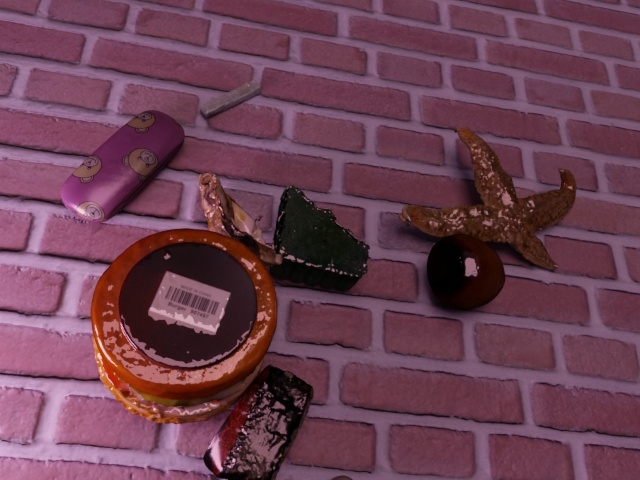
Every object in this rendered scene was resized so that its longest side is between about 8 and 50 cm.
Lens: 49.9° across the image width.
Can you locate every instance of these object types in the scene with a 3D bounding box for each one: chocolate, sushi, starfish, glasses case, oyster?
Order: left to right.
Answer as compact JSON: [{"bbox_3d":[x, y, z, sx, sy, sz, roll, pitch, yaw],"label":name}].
[{"bbox_3d":[-0.419,-0.165,1.482,0.123,0.076,0.316,33,59,6],"label":"glasses case"},{"bbox_3d":[-0.178,-0.031,1.374,0.107,0.354,0.201,-42,113,1],"label":"oyster"},{"bbox_3d":[-0.101,0.341,1.236,0.126,0.136,0.225,30,60,10],"label":"sushi"},{"bbox_3d":[0.317,0.070,1.491,0.176,0.177,0.177,6,60,-10],"label":"chocolate"},{"bbox_3d":[0.408,-0.105,1.606,0.431,0.082,0.324,19,70,-9],"label":"starfish"}]

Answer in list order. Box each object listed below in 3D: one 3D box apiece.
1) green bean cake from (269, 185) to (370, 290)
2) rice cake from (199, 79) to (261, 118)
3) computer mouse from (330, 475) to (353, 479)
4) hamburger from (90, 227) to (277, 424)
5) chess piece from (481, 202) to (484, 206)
[{"bbox_3d":[0.000,0.000,1.473,0.208,0.107,0.194,12,57,-8],"label":"green bean cake"},{"bbox_3d":[-0.216,-0.341,1.660,0.170,0.029,0.033,-33,69,-27],"label":"rice cake"},{"bbox_3d":[0.044,0.477,1.250,0.065,0.039,0.096,-14,73,-20],"label":"computer mouse"},{"bbox_3d":[-0.246,0.156,1.240,0.329,0.250,0.330,4,62,-8],"label":"hamburger"},{"bbox_3d":[0.389,-0.043,1.635,0.035,0.035,0.092,22,62,0],"label":"chess piece"}]
